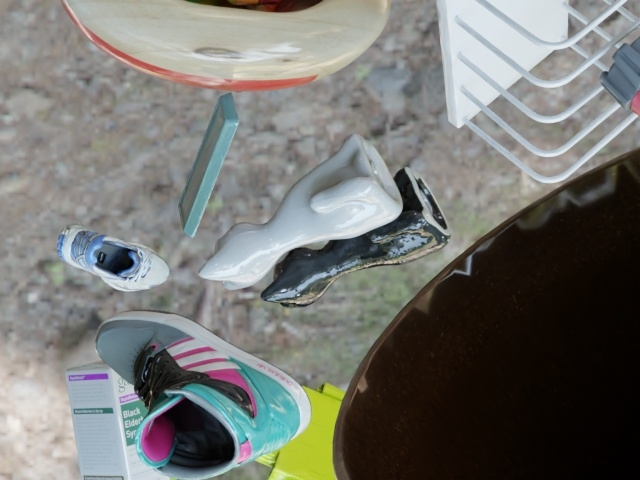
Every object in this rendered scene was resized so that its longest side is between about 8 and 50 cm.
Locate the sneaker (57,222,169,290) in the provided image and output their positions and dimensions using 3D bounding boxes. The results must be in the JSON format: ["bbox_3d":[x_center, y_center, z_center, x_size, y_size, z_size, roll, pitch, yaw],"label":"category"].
[{"bbox_3d":[-0.194,0.024,1.226,0.058,0.052,0.135,16,177,41],"label":"sneaker"}]

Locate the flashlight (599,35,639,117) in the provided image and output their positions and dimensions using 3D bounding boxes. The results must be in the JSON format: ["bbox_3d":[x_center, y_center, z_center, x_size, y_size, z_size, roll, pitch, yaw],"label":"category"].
[{"bbox_3d":[0.423,-0.092,1.272,0.103,0.304,0.103,-30,162,-31],"label":"flashlight"}]

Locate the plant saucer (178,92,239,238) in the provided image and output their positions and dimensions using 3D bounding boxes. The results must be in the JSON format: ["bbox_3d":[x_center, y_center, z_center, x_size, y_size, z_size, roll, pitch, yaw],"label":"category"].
[{"bbox_3d":[-0.145,-0.095,1.580,0.018,0.067,0.192,9,127,-22],"label":"plant saucer"}]

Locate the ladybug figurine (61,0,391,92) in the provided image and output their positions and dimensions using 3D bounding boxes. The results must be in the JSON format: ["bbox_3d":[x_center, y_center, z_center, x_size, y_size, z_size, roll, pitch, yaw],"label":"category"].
[{"bbox_3d":[-0.137,-0.313,1.620,0.450,0.305,0.162,7,144,-12],"label":"ladybug figurine"}]

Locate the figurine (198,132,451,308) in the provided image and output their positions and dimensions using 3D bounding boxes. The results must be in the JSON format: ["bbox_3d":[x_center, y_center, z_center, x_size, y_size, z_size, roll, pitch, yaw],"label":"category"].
[{"bbox_3d":[0.000,0.000,1.259,0.209,0.092,0.215,-32,156,17],"label":"figurine"}]

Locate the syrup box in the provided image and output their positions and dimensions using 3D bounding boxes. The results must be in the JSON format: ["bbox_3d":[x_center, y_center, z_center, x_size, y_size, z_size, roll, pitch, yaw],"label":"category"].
[{"bbox_3d":[-0.270,0.279,1.704,0.096,0.236,0.093,-6,-177,36],"label":"syrup box"}]

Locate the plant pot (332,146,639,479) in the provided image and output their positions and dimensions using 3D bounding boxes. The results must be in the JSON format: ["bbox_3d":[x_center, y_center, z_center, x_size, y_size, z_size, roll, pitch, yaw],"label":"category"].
[{"bbox_3d":[0.154,0.107,0.418,0.215,0.215,0.230,-21,111,34],"label":"plant pot"}]

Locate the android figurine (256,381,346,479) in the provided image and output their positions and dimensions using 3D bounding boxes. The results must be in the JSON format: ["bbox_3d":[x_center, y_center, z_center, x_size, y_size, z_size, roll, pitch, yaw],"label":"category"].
[{"bbox_3d":[0.023,0.320,1.844,0.273,0.248,0.056,23,132,-5],"label":"android figurine"}]

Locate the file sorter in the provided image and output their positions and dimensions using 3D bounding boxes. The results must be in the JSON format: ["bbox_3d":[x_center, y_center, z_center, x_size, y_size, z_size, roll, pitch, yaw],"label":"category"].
[{"bbox_3d":[0.262,-0.224,1.400,0.193,0.173,0.277,-39,152,-13],"label":"file sorter"}]

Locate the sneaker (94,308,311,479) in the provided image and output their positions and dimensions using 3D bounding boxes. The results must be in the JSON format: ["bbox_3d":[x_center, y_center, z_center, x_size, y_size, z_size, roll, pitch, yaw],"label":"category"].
[{"bbox_3d":[-0.178,0.185,1.450,0.296,0.123,0.178,20,-156,22],"label":"sneaker"}]
